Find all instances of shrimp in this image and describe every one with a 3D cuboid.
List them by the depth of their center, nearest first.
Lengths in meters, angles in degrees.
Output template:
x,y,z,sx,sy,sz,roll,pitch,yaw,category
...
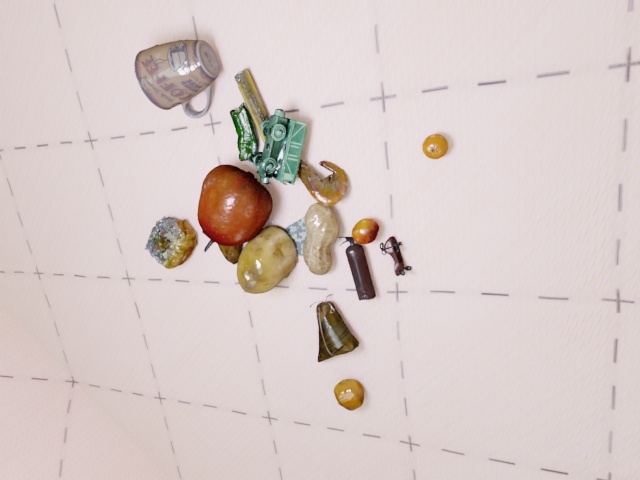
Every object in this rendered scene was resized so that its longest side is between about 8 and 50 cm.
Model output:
x,y,z,sx,sy,sz,roll,pitch,yaw,category
-0.005,-0.236,1.671,0.249,0.068,0.150,41,90,12,shrimp

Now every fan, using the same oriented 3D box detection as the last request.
x,y,z,sx,sy,sz,roll,pitch,yaw,category
-0.092,-0.007,1.828,0.131,0.009,0.240,44,121,6,fan

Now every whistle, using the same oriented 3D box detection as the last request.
x,y,z,sx,sy,sz,roll,pitch,yaw,category
-0.236,-0.480,1.698,0.068,0.057,0.326,-20,99,29,whistle

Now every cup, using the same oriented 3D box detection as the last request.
x,y,z,sx,sy,sz,roll,pitch,yaw,category
-0.503,-0.605,1.705,0.257,0.227,0.301,-9,133,23,cup

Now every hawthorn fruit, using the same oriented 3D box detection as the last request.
x,y,z,sx,sy,sz,roll,pitch,yaw,category
-0.354,-0.107,1.742,0.285,0.285,0.369,35,101,10,hawthorn fruit

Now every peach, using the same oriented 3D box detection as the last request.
x,y,z,sx,sy,sz,roll,pitch,yaw,category
0.166,-0.033,1.650,0.101,0.101,0.100,8,111,22,peach

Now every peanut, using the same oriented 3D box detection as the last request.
x,y,z,sx,sy,sz,roll,pitch,yaw,category
0.000,0.000,1.729,0.136,0.120,0.298,18,117,23,peanut

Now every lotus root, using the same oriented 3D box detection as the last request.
x,y,z,sx,sy,sz,roll,pitch,yaw,category
-0.379,0.030,1.928,0.094,0.108,0.190,32,138,52,lotus root

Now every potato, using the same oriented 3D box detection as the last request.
x,y,z,sx,sy,sz,roll,pitch,yaw,category
-0.233,0.099,1.813,0.242,0.242,0.285,42,119,5,potato

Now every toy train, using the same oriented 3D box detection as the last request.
x,y,z,sx,sy,sz,roll,pitch,yaw,category
-0.151,-0.334,1.631,0.115,0.154,0.269,26,108,46,toy train

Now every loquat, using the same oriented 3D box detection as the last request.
x,y,z,sx,sy,sz,roll,pitch,yaw,category
0.125,0.656,1.917,0.137,0.113,0.137,-1,108,-2,loquat

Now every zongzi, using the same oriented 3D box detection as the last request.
x,y,z,sx,sy,sz,roll,pitch,yaw,category
0.007,0.378,1.873,0.241,0.111,0.247,-32,88,36,zongzi

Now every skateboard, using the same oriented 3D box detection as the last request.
x,y,z,sx,sy,sz,roll,pitch,yaw,category
0.272,0.059,1.665,0.080,0.067,0.151,-15,96,38,skateboard

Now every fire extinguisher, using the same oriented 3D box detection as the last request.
x,y,z,sx,sy,sz,roll,pitch,yaw,category
0.138,0.101,1.719,0.072,0.089,0.267,17,125,68,fire extinguisher

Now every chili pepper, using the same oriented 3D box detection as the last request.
x,y,z,sx,sy,sz,roll,pitch,yaw,category
-0.293,-0.418,1.745,0.098,0.061,0.224,2,108,29,chili pepper

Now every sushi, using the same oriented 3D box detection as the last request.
x,y,z,sx,sy,sz,roll,pitch,yaw,category
-0.674,0.016,2.027,0.184,0.139,0.274,38,113,10,sushi

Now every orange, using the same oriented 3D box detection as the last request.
x,y,z,sx,sy,sz,roll,pitch,yaw,category
0.375,-0.307,1.474,0.083,0.070,0.083,9,116,19,orange
